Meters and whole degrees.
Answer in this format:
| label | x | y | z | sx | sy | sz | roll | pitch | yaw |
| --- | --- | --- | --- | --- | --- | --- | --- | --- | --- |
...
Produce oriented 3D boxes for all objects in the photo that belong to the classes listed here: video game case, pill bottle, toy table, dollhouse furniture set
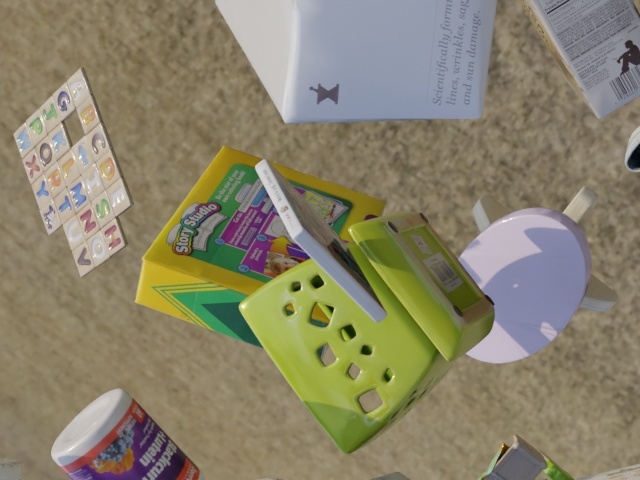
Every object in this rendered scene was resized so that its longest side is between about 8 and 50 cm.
| label | x | y | z | sx | sy | sz | roll | pitch | yaw |
| --- | --- | --- | --- | --- | --- | --- | --- | --- | --- |
| video game case | 0.000 | 0.000 | 1.157 | 0.157 | 0.019 | 0.143 | 46 | -171 | -37 |
| pill bottle | -0.196 | 0.268 | 1.234 | 0.193 | 0.108 | 0.108 | 50 | 152 | -15 |
| toy table | 0.306 | 0.042 | 1.604 | 0.252 | 0.161 | 0.274 | 47 | 130 | 2 |
| dollhouse furniture set | 0.207 | 0.248 | 1.148 | 0.151 | 0.076 | 0.058 | 37 | -177 | -33 |

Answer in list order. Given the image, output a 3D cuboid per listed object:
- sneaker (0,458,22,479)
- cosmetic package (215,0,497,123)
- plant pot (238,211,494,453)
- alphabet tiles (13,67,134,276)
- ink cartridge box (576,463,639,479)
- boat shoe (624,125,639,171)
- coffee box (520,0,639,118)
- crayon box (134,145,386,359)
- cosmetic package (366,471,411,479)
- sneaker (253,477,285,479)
| label | x | y | z | sx | sy | sz | roll | pitch | yaw |
| --- | --- | --- | --- | --- | --- | --- | --- | --- | --- |
| sneaker | -0.355 | 0.254 | 1.094 | 0.152 | 0.085 | 0.058 | 0 | 177 | 30 |
| cosmetic package | 0.012 | -0.251 | 0.901 | 0.385 | 0.156 | 0.217 | -118 | 29 | -61 |
| plant pot | 0.076 | 0.094 | 1.365 | 0.227 | 0.207 | 0.228 | 53 | -160 | 10 |
| alphabet tiles | -0.329 | -0.080 | 1.487 | 0.198 | 0.009 | 0.237 | -31 | 76 | 42 |
| ink cartridge box | 0.420 | 0.343 | 1.470 | 0.179 | 0.145 | 0.045 | -18 | -88 | -82 |
| boat shoe | 0.565 | -0.171 | 1.758 | 0.079 | 0.081 | 0.227 | 35 | 149 | -6 |
| coffee box | 0.343 | -0.338 | 1.526 | 0.297 | 0.118 | 0.168 | 53 | -168 | -24 |
| crayon box | -0.089 | 0.015 | 1.847 | 0.313 | 0.363 | 0.106 | 19 | 127 | 7 |
| cosmetic package | 0.021 | 0.389 | 1.190 | 0.155 | 0.197 | 0.365 | 30 | -168 | 30 |
| sneaker | -0.185 | 0.485 | 1.650 | 0.135 | 0.366 | 0.150 | 52 | 175 | 9 |
